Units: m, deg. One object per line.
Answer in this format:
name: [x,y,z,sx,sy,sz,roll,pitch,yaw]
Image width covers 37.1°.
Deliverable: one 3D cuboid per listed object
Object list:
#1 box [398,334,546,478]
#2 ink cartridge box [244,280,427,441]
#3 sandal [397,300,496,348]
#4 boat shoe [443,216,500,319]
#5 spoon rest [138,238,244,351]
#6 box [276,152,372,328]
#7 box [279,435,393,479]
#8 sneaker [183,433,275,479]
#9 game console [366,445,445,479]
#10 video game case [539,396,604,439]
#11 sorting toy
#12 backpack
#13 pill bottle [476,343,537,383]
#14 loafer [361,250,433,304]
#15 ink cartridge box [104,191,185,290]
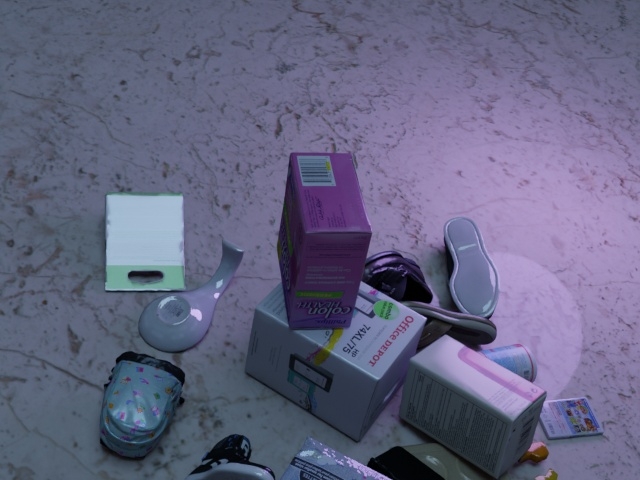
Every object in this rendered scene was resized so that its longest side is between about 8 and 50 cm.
box: [0.281,0.307,1.786,0.232,0.148,0.127,29,38,31]
ink cartridge box: [0.027,0.202,1.832,0.270,0.197,0.198,29,45,17]
sandal: [0.220,0.187,1.963,0.303,0.120,0.086,11,69,-8]
boat shoe: [0.337,0.078,2.116,0.114,0.091,0.302,-6,45,8]
spoon rest: [-0.256,0.120,1.956,0.137,0.084,0.276,29,58,19]
box: [0.000,0.000,1.715,0.117,0.243,0.213,-1,44,-11]
box: [0.043,0.469,1.578,0.247,0.163,0.142,25,44,13]
sneaker: [-0.138,0.374,1.615,0.079,0.217,0.121,54,45,-17]
game console: [0.141,0.439,1.703,0.122,0.107,0.071,31,2,39]
video game case: [0.498,0.357,1.918,0.122,0.011,0.087,-2,44,-15]
sorting toy: [0.297,0.457,1.749,0.307,0.041,0.229,-3,40,-16]
backpack: [-0.330,0.294,1.713,0.152,0.115,0.182,15,45,-1]
pill bottle: [0.349,0.262,1.927,0.160,0.087,0.087,-7,46,-21]
loafer: [0.157,0.089,1.974,0.095,0.109,0.302,49,17,21]
ink cartridge box: [-0.377,0.008,2.051,0.171,0.056,0.235,0,66,-12]
